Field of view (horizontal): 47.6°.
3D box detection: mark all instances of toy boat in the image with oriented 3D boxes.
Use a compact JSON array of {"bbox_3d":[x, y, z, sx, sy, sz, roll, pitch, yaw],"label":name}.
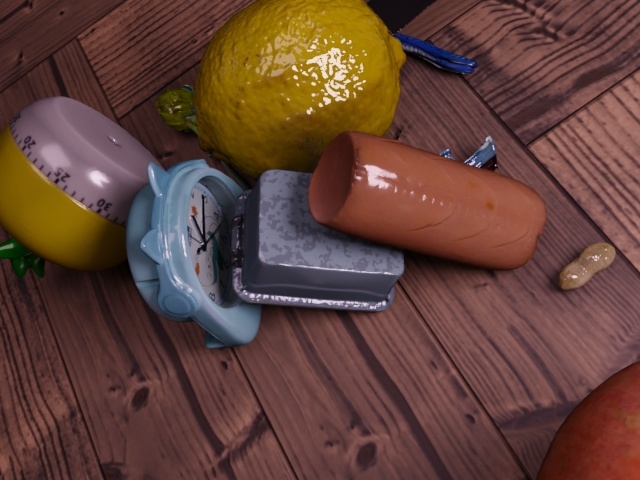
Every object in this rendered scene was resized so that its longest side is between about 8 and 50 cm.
[{"bbox_3d":[0.179,-0.095,0.993,0.137,0.060,0.061,-31,82,10],"label":"toy boat"}]

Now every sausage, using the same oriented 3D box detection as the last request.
[{"bbox_3d":[0.140,-0.041,0.869,0.121,0.304,0.121,-38,46,53],"label":"sausage"}]

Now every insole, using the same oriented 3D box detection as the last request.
[{"bbox_3d":[0.182,-0.408,1.121,0.322,0.007,0.109,-41,63,-14],"label":"insole"}]

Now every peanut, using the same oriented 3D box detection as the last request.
[{"bbox_3d":[0.328,0.033,0.897,0.083,0.037,0.037,-43,60,-5],"label":"peanut"}]

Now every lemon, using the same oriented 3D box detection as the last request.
[{"bbox_3d":[-0.037,-0.212,1.012,0.321,0.268,0.268,-29,61,3],"label":"lemon"}]

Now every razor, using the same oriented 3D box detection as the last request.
[{"bbox_3d":[0.106,-0.326,1.133,0.324,0.093,0.056,38,126,26],"label":"razor"}]

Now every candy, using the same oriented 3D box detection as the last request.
[{"bbox_3d":[-0.175,-0.155,1.161,0.077,0.073,0.262,-36,66,-9],"label":"candy"}]

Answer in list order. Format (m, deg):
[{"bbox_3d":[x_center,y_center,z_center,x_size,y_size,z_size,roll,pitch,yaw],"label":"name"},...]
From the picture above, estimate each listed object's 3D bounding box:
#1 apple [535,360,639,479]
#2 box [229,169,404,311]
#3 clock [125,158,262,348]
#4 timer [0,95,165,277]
[{"bbox_3d":[0.356,0.269,0.621,0.363,0.364,0.364,-8,65,18],"label":"apple"},{"bbox_3d":[0.000,0.000,0.945,0.227,0.130,0.162,5,66,-12],"label":"box"},{"bbox_3d":[-0.167,0.008,0.960,0.094,0.274,0.224,-11,63,20],"label":"clock"},{"bbox_3d":[-0.389,-0.048,1.088,0.285,0.285,0.285,-8,65,18],"label":"timer"}]
